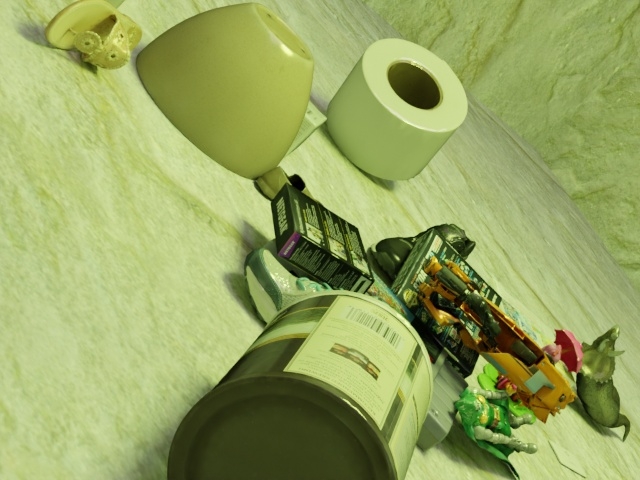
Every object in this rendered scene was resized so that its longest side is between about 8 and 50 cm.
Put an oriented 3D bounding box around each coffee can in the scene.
[{"bbox_3d":[-0.006,0.180,1.062,0.201,0.201,0.275,46,18,-1],"label":"coffee can"}]

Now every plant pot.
[{"bbox_3d":[-0.121,-0.262,1.752,0.284,0.191,0.284,41,19,-18],"label":"plant pot"}]

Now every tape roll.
[{"bbox_3d":[0.155,-0.267,2.265,0.246,0.169,0.246,17,49,-20],"label":"tape roll"}]

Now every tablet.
[{"bbox_3d":[0.431,0.379,1.926,0.083,0.006,0.054,33,22,-36],"label":"tablet"}]

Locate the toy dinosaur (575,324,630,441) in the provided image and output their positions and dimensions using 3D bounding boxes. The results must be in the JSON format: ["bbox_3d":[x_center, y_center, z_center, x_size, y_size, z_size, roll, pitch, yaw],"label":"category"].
[{"bbox_3d":[0.552,0.293,2.211,0.160,0.121,0.313,-67,149,-61],"label":"toy dinosaur"}]

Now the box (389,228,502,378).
[{"bbox_3d":[0.198,0.106,1.801,0.175,0.051,0.220,44,39,-9],"label":"box"}]

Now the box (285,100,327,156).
[{"bbox_3d":[-0.059,-0.216,1.953,0.101,0.087,0.102,46,17,-1],"label":"box"}]

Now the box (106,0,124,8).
[{"bbox_3d":[-0.341,-0.473,1.835,0.094,0.113,0.275,40,21,-22],"label":"box"}]

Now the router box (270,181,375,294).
[{"bbox_3d":[0.000,0.000,1.526,0.133,0.046,0.179,32,17,-18],"label":"router box"}]

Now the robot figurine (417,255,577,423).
[{"bbox_3d":[0.253,0.141,1.671,0.291,0.085,0.211,44,1,-1],"label":"robot figurine"}]

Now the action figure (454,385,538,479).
[{"bbox_3d":[0.251,0.262,1.602,0.232,0.063,0.137,32,44,-54],"label":"action figure"}]

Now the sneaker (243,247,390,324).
[{"bbox_3d":[0.025,0.098,1.426,0.283,0.122,0.110,44,19,-7],"label":"sneaker"}]

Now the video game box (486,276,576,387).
[{"bbox_3d":[0.413,0.190,2.218,0.205,0.048,0.187,40,18,-19],"label":"video game box"}]

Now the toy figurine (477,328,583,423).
[{"bbox_3d":[0.372,0.214,1.897,0.173,0.159,0.130,19,33,-54],"label":"toy figurine"}]

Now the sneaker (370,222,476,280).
[{"bbox_3d":[0.188,0.011,1.969,0.107,0.124,0.283,52,19,17],"label":"sneaker"}]

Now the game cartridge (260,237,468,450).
[{"bbox_3d":[0.069,0.119,1.590,0.355,0.068,0.230,47,22,2],"label":"game cartridge"}]

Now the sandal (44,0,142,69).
[{"bbox_3d":[-0.294,-0.280,1.568,0.079,0.088,0.240,43,13,7],"label":"sandal"}]

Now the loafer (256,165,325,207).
[{"bbox_3d":[-0.036,-0.072,1.763,0.148,0.050,0.056,28,26,-45],"label":"loafer"}]
